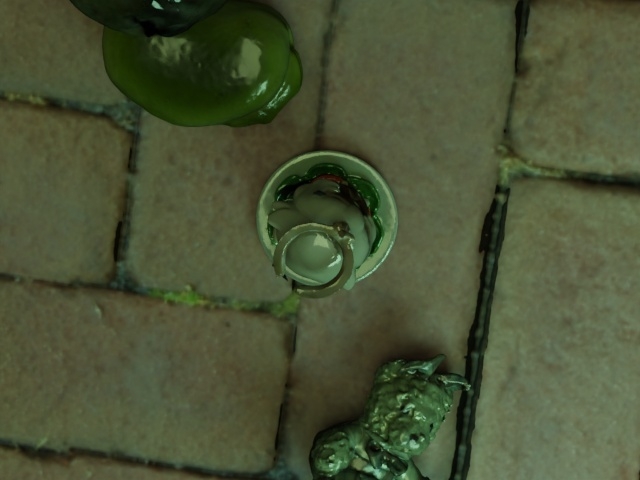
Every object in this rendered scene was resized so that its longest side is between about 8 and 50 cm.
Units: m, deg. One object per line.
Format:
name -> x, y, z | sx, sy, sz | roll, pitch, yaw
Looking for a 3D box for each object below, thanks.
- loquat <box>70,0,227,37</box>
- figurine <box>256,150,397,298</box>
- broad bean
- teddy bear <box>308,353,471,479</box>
loquat -> -0.126, -0.275, 1.551 | 0.179, 0.179, 0.227 | 36, 74, -6
figurine -> 0.000, 0.000, 1.635 | 0.132, 0.153, 0.132 | 1, 105, 4
broad bean -> -0.102, -0.160, 1.643 | 0.175, 0.082, 0.124 | 6, 103, 12
teddy bear -> 0.052, 0.199, 1.721 | 0.133, 0.111, 0.213 | 31, 80, -26
